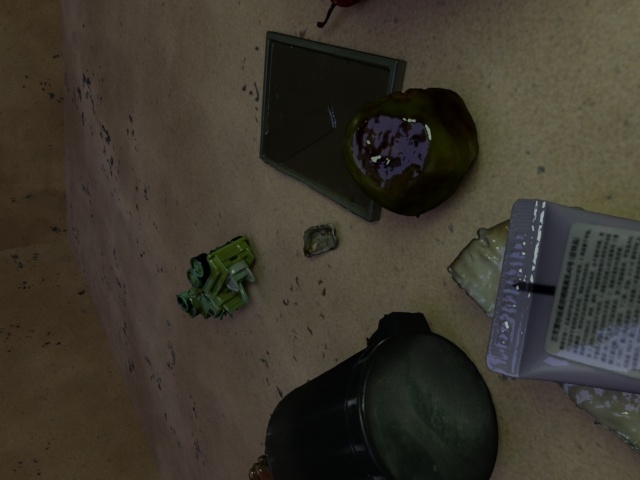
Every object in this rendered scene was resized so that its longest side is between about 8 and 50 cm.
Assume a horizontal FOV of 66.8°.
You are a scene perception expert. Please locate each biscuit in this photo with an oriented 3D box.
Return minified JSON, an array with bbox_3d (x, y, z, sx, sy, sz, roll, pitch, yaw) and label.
[{"bbox_3d":[0.251,0.062,0.461,0.281,0.084,0.179,43,130,35],"label":"biscuit"}]

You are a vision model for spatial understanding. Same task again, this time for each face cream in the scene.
[{"bbox_3d":[0.266,0.056,0.347,0.274,0.096,0.154,10,90,35],"label":"face cream"}]

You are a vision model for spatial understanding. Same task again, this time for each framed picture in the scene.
[{"bbox_3d":[-0.004,-0.190,0.771,0.315,0.024,0.232,34,127,42],"label":"framed picture"}]

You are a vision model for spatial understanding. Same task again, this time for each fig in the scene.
[{"bbox_3d":[0.108,-0.100,0.575,0.144,0.154,0.165,32,158,26],"label":"fig"}]

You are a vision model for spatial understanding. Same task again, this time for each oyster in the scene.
[{"bbox_3d":[-0.002,-0.002,0.825,0.093,0.034,0.051,-19,102,43],"label":"oyster"}]

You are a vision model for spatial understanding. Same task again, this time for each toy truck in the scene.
[{"bbox_3d":[-0.224,0.109,1.089,0.135,0.128,0.259,53,140,8],"label":"toy truck"}]

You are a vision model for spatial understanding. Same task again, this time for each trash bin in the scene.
[{"bbox_3d":[0.066,0.264,0.684,0.301,0.203,0.252,-46,46,51],"label":"trash bin"}]

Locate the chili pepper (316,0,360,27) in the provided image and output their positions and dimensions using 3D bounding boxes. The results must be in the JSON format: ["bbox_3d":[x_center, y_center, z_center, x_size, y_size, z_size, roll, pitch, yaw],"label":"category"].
[{"bbox_3d":[0.064,-0.361,0.604,0.050,0.059,0.268,36,139,-11],"label":"chili pepper"}]

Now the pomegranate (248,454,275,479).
[{"bbox_3d":[-0.046,0.471,0.866,0.214,0.214,0.248,4,134,53],"label":"pomegranate"}]
